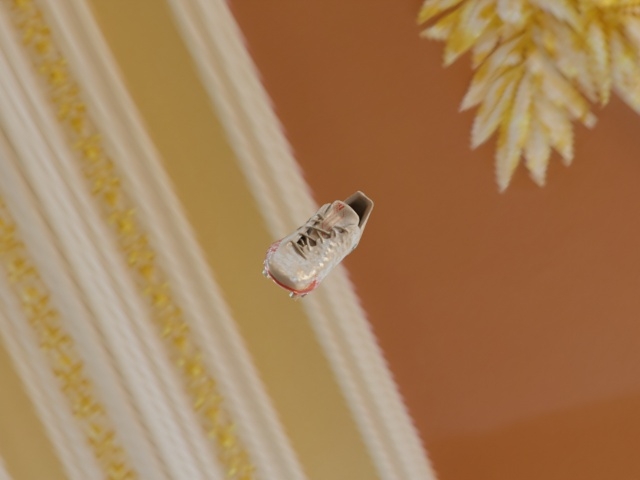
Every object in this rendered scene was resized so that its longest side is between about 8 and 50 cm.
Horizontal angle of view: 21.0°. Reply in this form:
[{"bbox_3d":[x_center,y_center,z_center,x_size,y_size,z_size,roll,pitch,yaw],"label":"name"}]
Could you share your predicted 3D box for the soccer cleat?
[{"bbox_3d":[0.000,0.000,0.772,0.029,0.083,0.036,40,-64,8],"label":"soccer cleat"}]
